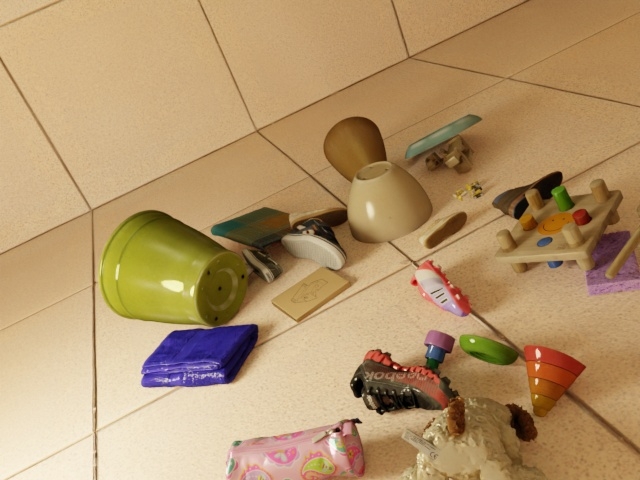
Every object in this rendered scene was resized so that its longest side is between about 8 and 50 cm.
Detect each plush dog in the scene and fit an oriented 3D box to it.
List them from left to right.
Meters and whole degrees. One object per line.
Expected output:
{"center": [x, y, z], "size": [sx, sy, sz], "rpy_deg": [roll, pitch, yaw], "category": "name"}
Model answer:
{"center": [0.270, 0.357, 1.182], "size": [0.263, 0.210, 0.225], "rpy_deg": [-11, 3, 20], "category": "plush dog"}

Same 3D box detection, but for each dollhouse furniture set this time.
{"center": [0.450, -0.257, 2.292], "size": [0.161, 0.101, 0.182], "rpy_deg": [-36, 17, 34], "category": "dollhouse furniture set"}

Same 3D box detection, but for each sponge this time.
{"center": [0.692, 0.051, 1.553], "size": [0.117, 0.031, 0.210], "rpy_deg": [-12, 29, 24], "category": "sponge"}

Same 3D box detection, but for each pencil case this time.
{"center": [-0.050, 0.441, 1.323], "size": [0.284, 0.124, 0.124], "rpy_deg": [-16, 27, 16], "category": "pencil case"}

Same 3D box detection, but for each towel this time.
{"center": [-0.345, 0.317, 1.837], "size": [0.308, 0.076, 0.227], "rpy_deg": [-8, 31, 28], "category": "towel"}
{"center": [-0.209, -0.044, 2.381], "size": [0.271, 0.040, 0.370], "rpy_deg": [-23, 24, -32], "category": "towel"}

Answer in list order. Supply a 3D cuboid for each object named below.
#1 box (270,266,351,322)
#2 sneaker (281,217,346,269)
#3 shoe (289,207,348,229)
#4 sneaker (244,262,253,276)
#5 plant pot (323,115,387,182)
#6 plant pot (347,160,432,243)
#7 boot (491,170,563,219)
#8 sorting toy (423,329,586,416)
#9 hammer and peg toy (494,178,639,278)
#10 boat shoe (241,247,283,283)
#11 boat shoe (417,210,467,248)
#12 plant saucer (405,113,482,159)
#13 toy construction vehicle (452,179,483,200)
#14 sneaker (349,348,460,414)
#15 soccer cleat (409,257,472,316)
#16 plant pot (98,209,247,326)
{"center": [-0.030, 0.158, 1.942], "size": [0.201, 0.021, 0.164], "rpy_deg": [-33, 28, -20], "category": "box"}
{"center": [0.000, 0.000, 2.094], "size": [0.127, 0.126, 0.321], "rpy_deg": [-41, 29, -21], "category": "sneaker"}
{"center": [-0.004, -0.085, 2.260], "size": [0.219, 0.076, 0.058], "rpy_deg": [-10, 41, -16], "category": "shoe"}
{"center": [-0.349, 0.091, 2.213], "size": [0.281, 0.115, 0.105], "rpy_deg": [2, 36, 41], "category": "sneaker"}
{"center": [0.155, -0.308, 2.467], "size": [0.237, 0.237, 0.254], "rpy_deg": [-23, 40, 1], "category": "plant pot"}
{"center": [0.203, -0.147, 2.133], "size": [0.284, 0.191, 0.284], "rpy_deg": [-19, 26, 10], "category": "plant pot"}
{"center": [0.614, -0.149, 1.931], "size": [0.219, 0.082, 0.106], "rpy_deg": [-34, 31, -17], "category": "boot"}
{"center": [0.358, 0.278, 1.358], "size": [0.366, 0.127, 0.126], "rpy_deg": [3, 66, 47], "category": "sorting toy"}
{"center": [0.625, -0.035, 1.586], "size": [0.361, 0.127, 0.266], "rpy_deg": [-6, 33, 51], "category": "hammer and peg toy"}
{"center": [-0.195, 0.075, 2.176], "size": [0.070, 0.077, 0.219], "rpy_deg": [-33, 36, -17], "category": "boat shoe"}
{"center": [0.363, -0.041, 1.950], "size": [0.170, 0.063, 0.059], "rpy_deg": [-32, 34, -16], "category": "boat shoe"}
{"center": [0.452, -0.396, 2.436], "size": [0.318, 0.043, 0.317], "rpy_deg": [-28, 6, 3], "category": "plant saucer"}
{"center": [0.483, -0.164, 2.114], "size": [0.098, 0.035, 0.086], "rpy_deg": [-24, 26, -2], "category": "toy construction vehicle"}
{"center": [0.168, 0.323, 1.392], "size": [0.135, 0.097, 0.276], "rpy_deg": [-39, 28, -29], "category": "sneaker"}
{"center": [0.307, 0.137, 1.669], "size": [0.095, 0.083, 0.248], "rpy_deg": [-50, 29, 13], "category": "soccer cleat"}
{"center": [-0.430, 0.115, 2.033], "size": [0.353, 0.366, 0.366], "rpy_deg": [14, 43, 33], "category": "plant pot"}
